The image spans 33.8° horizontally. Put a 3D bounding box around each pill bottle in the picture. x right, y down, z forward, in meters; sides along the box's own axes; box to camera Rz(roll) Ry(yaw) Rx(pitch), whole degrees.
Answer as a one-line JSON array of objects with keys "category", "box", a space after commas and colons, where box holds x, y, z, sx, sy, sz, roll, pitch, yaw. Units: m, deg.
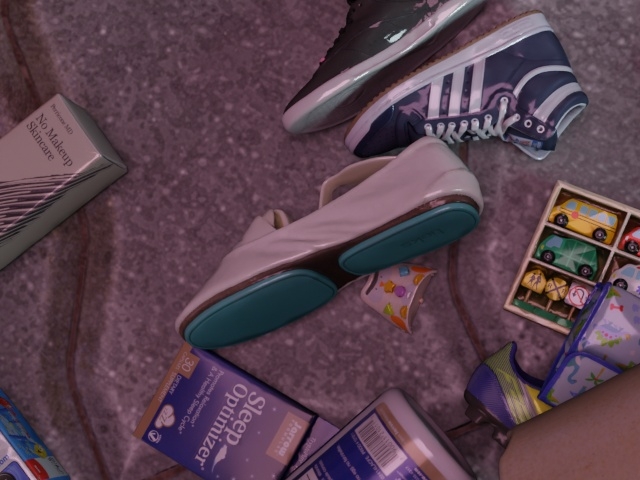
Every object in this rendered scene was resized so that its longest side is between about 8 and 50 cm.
[{"category": "pill bottle", "box": [0.034, 0.303, 1.185, 0.264, 0.153, 0.153, -41, 78, 4]}]

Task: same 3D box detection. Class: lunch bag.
[{"category": "lunch bag", "box": [0.325, 0.138, 1.142, 0.129, 0.096, 0.151, 30, 92, 7]}]

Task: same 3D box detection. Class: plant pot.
[{"category": "plant pot", "box": [0.347, 0.233, 0.967, 0.305, 0.334, 0.334, -26, 78, 24]}]

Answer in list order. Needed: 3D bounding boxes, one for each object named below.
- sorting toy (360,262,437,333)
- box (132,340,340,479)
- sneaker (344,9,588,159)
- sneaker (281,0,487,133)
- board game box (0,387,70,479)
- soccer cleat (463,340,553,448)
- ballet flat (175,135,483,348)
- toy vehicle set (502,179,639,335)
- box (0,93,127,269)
[{"category": "sorting toy", "box": [0.087, 0.059, 1.269, 0.075, 0.045, 0.083, 21, 87, 32]}, {"category": "box", "box": [-0.100, 0.233, 1.280, 0.225, 0.036, 0.136, 29, 89, 11]}, {"category": "sneaker", "box": [0.177, -0.139, 1.243, 0.282, 0.099, 0.153, -30, 77, 3]}, {"category": "sneaker", "box": [0.046, -0.258, 1.285, 0.296, 0.104, 0.147, -38, 76, -2]}, {"category": "board game box", "box": [-0.527, 0.288, 1.326, 0.308, 0.086, 0.302, -42, 77, 3]}, {"category": "soccer cleat", "box": [0.296, 0.224, 1.177, 0.289, 0.093, 0.121, 36, 88, 13]}, {"category": "ballet flat", "box": [0.000, 0.000, 1.243, 0.400, 0.139, 0.139, -27, 79, 18]}, {"category": "toy vehicle set", "box": [0.366, 0.055, 1.214, 0.267, 0.035, 0.166, 22, 88, 13]}, {"category": "box", "box": [-0.393, -0.055, 1.340, 0.275, 0.094, 0.113, -39, 77, 4]}]
